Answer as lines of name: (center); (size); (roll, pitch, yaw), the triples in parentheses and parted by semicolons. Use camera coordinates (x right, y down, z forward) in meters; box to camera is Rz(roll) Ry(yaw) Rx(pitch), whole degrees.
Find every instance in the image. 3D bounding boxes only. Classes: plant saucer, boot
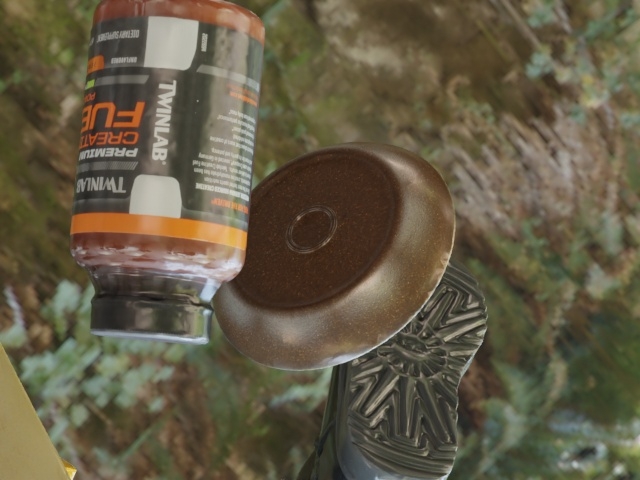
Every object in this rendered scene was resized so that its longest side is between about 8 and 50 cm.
plant saucer: (0.000, 0.000, 1.029); (0.198, 0.036, 0.199); (-16, -129, 21)
boot: (0.012, 0.263, 1.491); (0.367, 0.146, 0.445); (-67, -179, -54)

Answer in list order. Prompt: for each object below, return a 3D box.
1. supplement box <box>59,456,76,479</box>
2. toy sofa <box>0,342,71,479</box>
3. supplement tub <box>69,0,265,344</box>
supplement box: (-0.495, 0.297, 1.607); (0.195, 0.356, 0.194); (23, -87, 42)
toy sofa: (-0.185, 0.169, 0.680); (0.362, 0.150, 0.177); (53, -41, 36)
supplement tub: (-0.091, -0.040, 0.828); (0.106, 0.106, 0.198); (-6, -102, 55)
